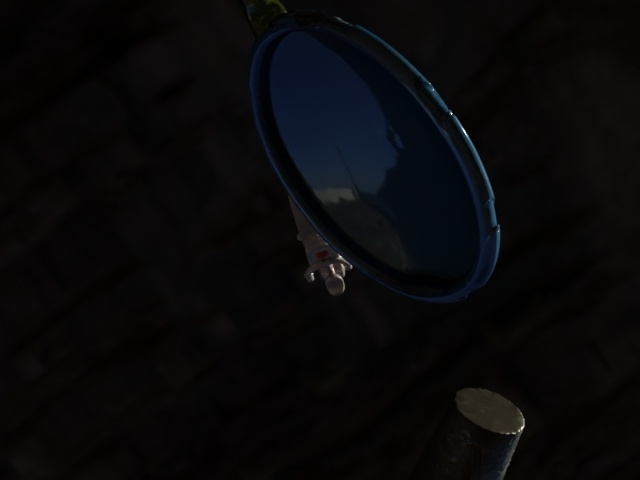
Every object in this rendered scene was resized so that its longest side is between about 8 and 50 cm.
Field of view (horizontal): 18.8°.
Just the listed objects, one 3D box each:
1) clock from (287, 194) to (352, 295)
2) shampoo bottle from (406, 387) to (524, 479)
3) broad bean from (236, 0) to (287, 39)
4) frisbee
[{"bbox_3d":[0.000,0.000,1.643,0.041,0.129,0.087,-18,-118,2],"label":"clock"},{"bbox_3d":[0.087,0.206,1.419,0.057,0.063,0.208,56,-48,47],"label":"shampoo bottle"},{"bbox_3d":[-0.002,-0.138,1.534,0.046,0.195,0.061,-45,164,-10],"label":"broad bean"},{"bbox_3d":[0.042,-0.063,1.376,0.045,0.242,0.242,-37,-158,-27],"label":"frisbee"}]
